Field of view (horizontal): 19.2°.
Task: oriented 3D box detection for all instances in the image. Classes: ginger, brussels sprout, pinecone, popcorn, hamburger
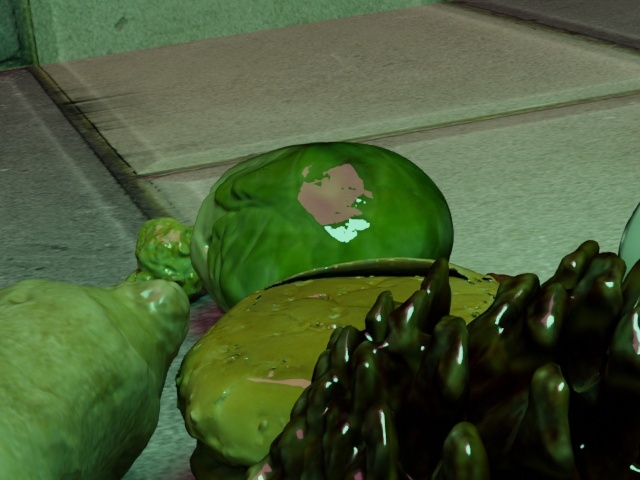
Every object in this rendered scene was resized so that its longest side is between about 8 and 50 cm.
[{"bbox_3d":[-0.155,0.094,0.927,0.190,0.126,0.354,-32,4,12],"label":"ginger"},{"bbox_3d":[0.003,0.003,1.285,0.161,0.144,0.180,-48,42,-14],"label":"brussels sprout"},{"bbox_3d":[0.077,0.104,0.688,0.201,0.202,0.229,-24,15,-1],"label":"pinecone"},{"bbox_3d":[-0.119,0.018,1.445,0.083,0.068,0.059,-36,-7,22],"label":"popcorn"},{"bbox_3d":[0.025,0.085,1.017,0.213,0.108,0.214,-7,19,2],"label":"hamburger"}]

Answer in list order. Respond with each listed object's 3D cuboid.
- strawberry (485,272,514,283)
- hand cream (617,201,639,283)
[{"bbox_3d":[0.105,0.055,1.178,0.103,0.048,0.152,-5,15,-11],"label":"strawberry"},{"bbox_3d":[0.316,0.048,1.026,0.185,0.118,0.358,0,14,-34],"label":"hand cream"}]
